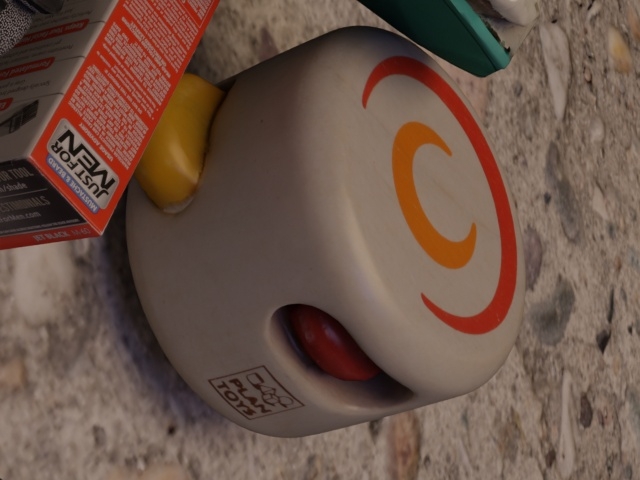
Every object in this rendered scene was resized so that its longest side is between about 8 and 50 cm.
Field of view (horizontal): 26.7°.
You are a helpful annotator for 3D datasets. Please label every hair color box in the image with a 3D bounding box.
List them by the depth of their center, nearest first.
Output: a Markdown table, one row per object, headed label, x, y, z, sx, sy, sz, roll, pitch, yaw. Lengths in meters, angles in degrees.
| label | x | y | z | sx | sy | sz | roll | pitch | yaw |
| --- | --- | --- | --- | --- | --- | --- | --- | --- | --- |
| hair color box | -0.110 | -0.076 | 0.595 | 0.053 | 0.093 | 0.167 | 52 | 46 | -36 |

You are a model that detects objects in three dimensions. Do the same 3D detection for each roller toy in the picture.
| label | x | y | z | sx | sy | sz | roll | pitch | yaw |
| --- | --- | --- | --- | --- | --- | --- | --- | --- | --- |
| roller toy | 0.000 | 0.000 | 0.691 | 0.209 | 0.146 | 0.191 | -9 | 81 | -58 |

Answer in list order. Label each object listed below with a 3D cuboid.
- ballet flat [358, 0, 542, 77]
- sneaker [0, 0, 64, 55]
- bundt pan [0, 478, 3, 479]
| label | x | y | z | sx | sy | sz | roll | pitch | yaw |
| --- | --- | --- | --- | --- | --- | --- | --- | --- | --- |
| ballet flat | -0.034 | -0.229 | 0.570 | 0.409 | 0.147 | 0.147 | 34 | 55 | -21 |
| sneaker | -0.148 | -0.115 | 0.469 | 0.268 | 0.101 | 0.153 | -113 | 180 | -54 |
| bundt pan | -0.162 | 0.216 | 0.447 | 0.331 | 0.124 | 0.330 | 13 | 73 | -52 |
